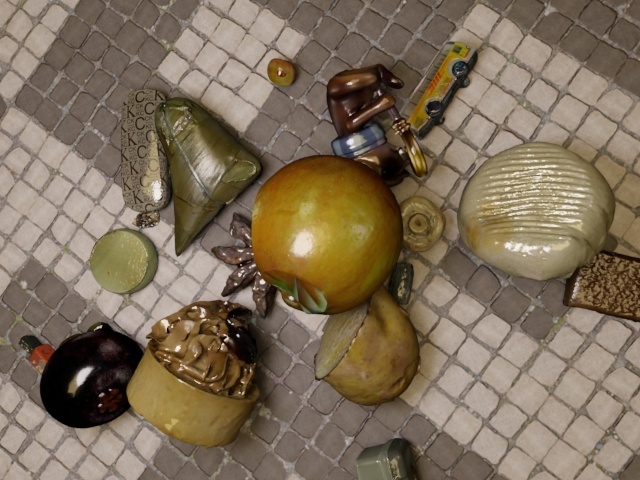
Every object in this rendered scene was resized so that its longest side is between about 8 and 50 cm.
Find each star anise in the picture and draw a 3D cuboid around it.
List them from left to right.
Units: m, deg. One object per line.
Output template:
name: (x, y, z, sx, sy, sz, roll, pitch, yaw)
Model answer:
star anise: (-0.147, 0.049, 1.568, 0.331, 0.117, 0.332, -1, 81, 9)

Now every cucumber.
cucumber: (0.214, 0.112, 1.535, 0.064, 0.064, 0.112, 9, 88, 9)

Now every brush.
brush: (-0.744, 0.390, 1.664, 0.051, 0.070, 0.323, -45, 84, 5)

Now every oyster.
oyster: (-0.507, -0.061, 1.677, 0.083, 0.019, 0.054, -15, 85, 8)

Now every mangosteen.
mangosteen: (-0.624, 0.353, 1.570, 0.302, 0.275, 0.275, 34, 92, 41)

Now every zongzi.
zongzi: (-0.384, -0.178, 1.593, 0.323, 0.160, 0.360, 43, 100, 1)

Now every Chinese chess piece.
Chinese chess piece: (-0.559, 0.059, 1.650, 0.188, 0.083, 0.189, 0, 89, 6)

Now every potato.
potato: (0.144, 0.275, 1.464, 0.237, 0.301, 0.289, 32, 126, -10)

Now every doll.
doll: (0.127, -0.289, 1.490, 0.209, 0.318, 0.340, -14, 97, -15)

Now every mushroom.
mushroom: (0.255, -0.042, 1.514, 0.147, 0.112, 0.148, 1, 95, 9)

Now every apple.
apple: (-0.110, -0.467, 1.612, 0.083, 0.084, 0.071, 18, 106, 9)
apple: (0.000, 0.000, 1.336, 0.374, 0.384, 0.375, 8, 74, -32)

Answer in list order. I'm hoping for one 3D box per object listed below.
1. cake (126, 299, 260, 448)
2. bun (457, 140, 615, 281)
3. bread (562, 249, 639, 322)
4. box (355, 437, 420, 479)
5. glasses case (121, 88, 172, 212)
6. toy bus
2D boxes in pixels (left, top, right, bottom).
cake: (-0.283, 0.305, 1.470, 0.332, 0.332, 0.321, 27, 92, 9)
bun: (0.524, -0.059, 1.414, 0.364, 0.219, 0.366, -13, 52, 17)
bread: (0.820, 0.134, 1.417, 0.416, 0.113, 0.165, 15, 88, 11)
box: (0.181, 0.623, 1.470, 0.129, 0.148, 0.210, -18, 84, 19)
glasses case: (-0.496, -0.257, 1.654, 0.137, 0.085, 0.355, -2, 86, 6)
toy bus: (0.312, -0.401, 1.542, 0.106, 0.092, 0.268, 35, 93, 19)
